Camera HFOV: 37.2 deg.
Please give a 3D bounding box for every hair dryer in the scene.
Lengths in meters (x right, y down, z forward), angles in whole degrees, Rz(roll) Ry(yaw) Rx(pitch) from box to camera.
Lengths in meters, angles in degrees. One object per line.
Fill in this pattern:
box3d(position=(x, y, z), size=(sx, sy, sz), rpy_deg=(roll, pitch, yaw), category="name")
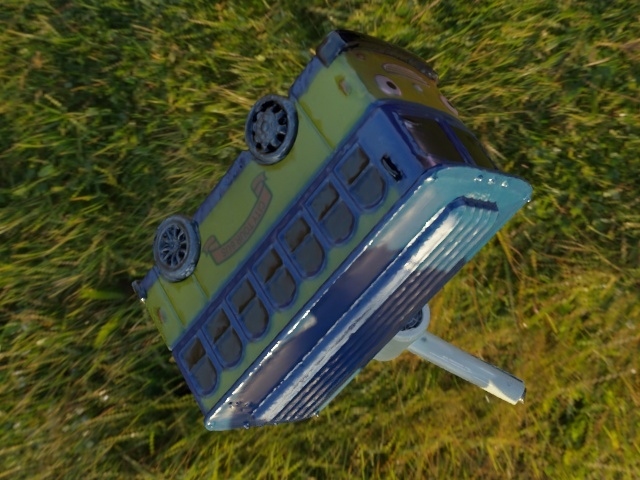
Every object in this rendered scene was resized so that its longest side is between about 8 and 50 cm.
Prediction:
box3d(position=(0.163, 0.149, 1.213), size=(0.236, 0.131, 0.073), rpy_deg=(31, 70, -1), category="hair dryer")

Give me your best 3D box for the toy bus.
box3d(position=(0.000, 0.000, 0.738), size=(0.288, 0.138, 0.175), rpy_deg=(-49, 58, 26), category="toy bus")
